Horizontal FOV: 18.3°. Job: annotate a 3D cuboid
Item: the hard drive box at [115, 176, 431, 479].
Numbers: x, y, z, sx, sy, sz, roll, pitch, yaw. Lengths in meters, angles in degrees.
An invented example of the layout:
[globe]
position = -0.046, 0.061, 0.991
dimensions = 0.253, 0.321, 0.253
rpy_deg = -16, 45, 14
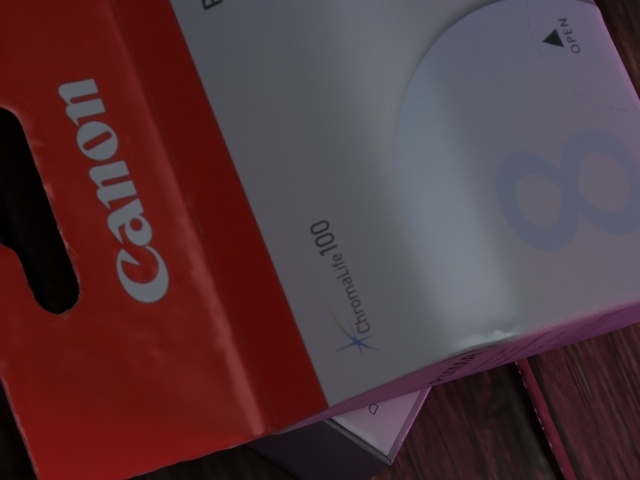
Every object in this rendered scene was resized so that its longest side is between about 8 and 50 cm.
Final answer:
[hard drive box]
position = 0.000, 0.000, 1.145
dimensions = 0.181, 0.089, 0.232
rpy_deg = 35, 59, -7

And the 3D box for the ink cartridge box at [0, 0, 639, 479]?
[ink cartridge box]
position = -0.012, -0.064, 1.062
dimensions = 0.385, 0.091, 0.308
rpy_deg = -15, 76, -29
